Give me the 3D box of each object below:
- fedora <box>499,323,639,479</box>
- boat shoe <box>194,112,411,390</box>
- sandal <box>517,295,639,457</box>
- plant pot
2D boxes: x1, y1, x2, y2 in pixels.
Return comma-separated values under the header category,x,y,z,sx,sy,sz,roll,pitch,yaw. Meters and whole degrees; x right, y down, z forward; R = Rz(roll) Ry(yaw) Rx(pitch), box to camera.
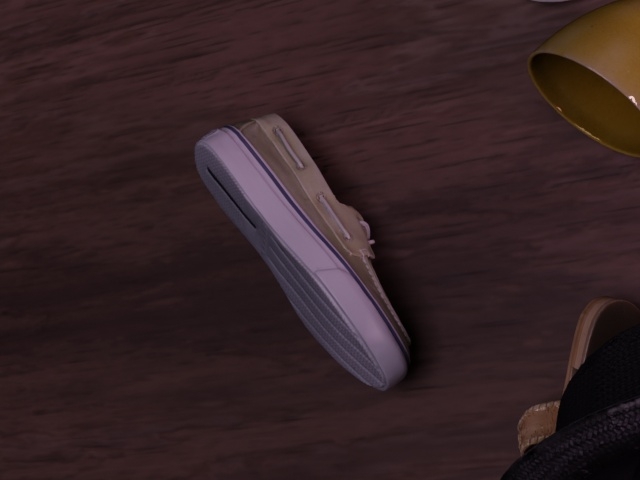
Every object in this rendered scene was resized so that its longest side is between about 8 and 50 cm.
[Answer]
category,x,y,z,sx,sy,sz,roll,pitch,yaw
fedora,0.297,0.150,1.273,0.334,0.334,0.152,-26,43,26
boat shoe,0.000,0.000,1.519,0.094,0.109,0.302,-31,75,-20
sandal,0.210,0.162,1.410,0.079,0.088,0.240,13,85,62
plant pot,0.256,-0.149,1.375,0.134,0.134,0.095,33,78,28
